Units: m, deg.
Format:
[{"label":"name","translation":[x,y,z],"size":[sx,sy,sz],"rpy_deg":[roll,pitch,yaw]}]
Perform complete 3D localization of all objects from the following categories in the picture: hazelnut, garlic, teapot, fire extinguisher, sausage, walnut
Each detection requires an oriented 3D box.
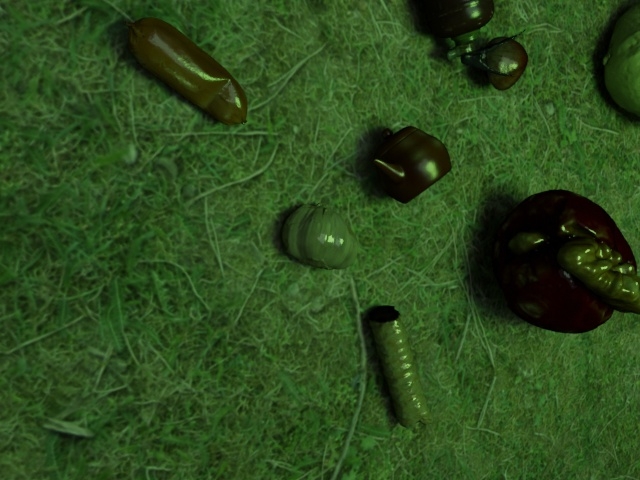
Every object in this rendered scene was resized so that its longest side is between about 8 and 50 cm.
[{"label":"hazelnut","translation":[0.295,-0.290,0.939],"size":[0.087,0.086,0.086],"rpy_deg":[-4,98,-29]},{"label":"garlic","translation":[0.002,-0.003,0.813],"size":[0.113,0.074,0.094],"rpy_deg":[16,98,-15]},{"label":"teapot","translation":[0.131,-0.124,0.859],"size":[0.173,0.116,0.116],"rpy_deg":[-36,115,-50]},{"label":"fire extinguisher","translation":[0.212,-0.400,0.850],"size":[0.138,0.102,0.343],"rpy_deg":[-16,106,12]},{"label":"sausage","translation":[-0.160,-0.209,0.707],"size":[0.183,0.054,0.062],"rpy_deg":[33,112,-30]},{"label":"walnut","translation":[0.428,0.049,0.960],"size":[0.269,0.244,0.221],"rpy_deg":[26,83,-34]}]

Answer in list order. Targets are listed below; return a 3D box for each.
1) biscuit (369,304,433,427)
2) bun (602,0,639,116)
[{"label":"biscuit","translation":[0.130,0.206,0.918],"size":[0.055,0.061,0.219],"rpy_deg":[-58,134,-64]},{"label":"bun","translation":[0.668,-0.340,1.096],"size":[0.259,0.160,0.259],"rpy_deg":[-5,100,-32]}]
